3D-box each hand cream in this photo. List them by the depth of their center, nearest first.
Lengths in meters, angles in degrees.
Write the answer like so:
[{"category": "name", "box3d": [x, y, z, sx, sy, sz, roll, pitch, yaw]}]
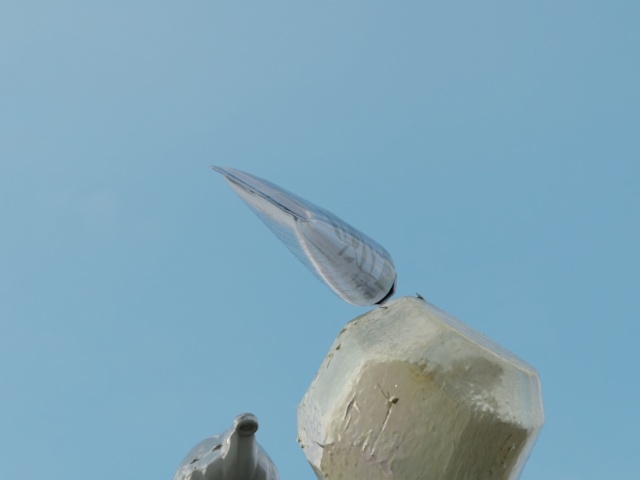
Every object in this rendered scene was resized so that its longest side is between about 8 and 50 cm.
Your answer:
[{"category": "hand cream", "box3d": [0.000, 0.000, 1.519, 0.058, 0.091, 0.271, -55, -28, -2]}]

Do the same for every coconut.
[{"category": "coconut", "box3d": [0.064, 0.130, 1.279, 0.161, 0.161, 0.162, 29, -85, -27]}]

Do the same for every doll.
[{"category": "doll", "box3d": [-0.083, 0.214, 1.538, 0.102, 0.075, 0.227, 4, -45, -19]}]
